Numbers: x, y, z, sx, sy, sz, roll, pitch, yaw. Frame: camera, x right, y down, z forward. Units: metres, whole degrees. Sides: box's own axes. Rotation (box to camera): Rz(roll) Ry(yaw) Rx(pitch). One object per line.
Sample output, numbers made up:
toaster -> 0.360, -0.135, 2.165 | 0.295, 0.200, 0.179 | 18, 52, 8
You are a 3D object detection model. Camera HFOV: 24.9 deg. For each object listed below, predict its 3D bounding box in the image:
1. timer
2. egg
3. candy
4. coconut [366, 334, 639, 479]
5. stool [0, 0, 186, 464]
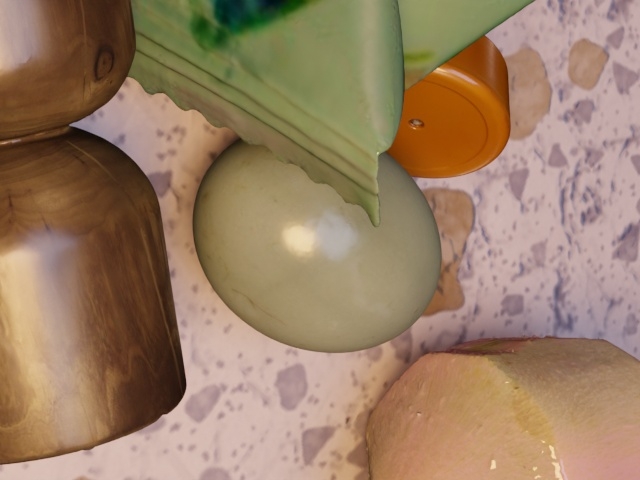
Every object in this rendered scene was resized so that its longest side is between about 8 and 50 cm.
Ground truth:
timer -> 0.082, -0.142, 1.059 | 0.132, 0.132, 0.152 | 37, 51, -32
egg -> 0.000, 0.000, 0.986 | 0.192, 0.149, 0.149 | 32, 79, -42
candy -> 0.056, -0.214, 0.944 | 0.398, 0.263, 0.172 | -41, 158, -28
coconut -> 0.147, 0.180, 1.077 | 0.245, 0.233, 0.233 | -6, 100, -34
stool -> -0.183, -0.022, 0.843 | 0.179, 0.179, 0.264 | -14, 105, -32
